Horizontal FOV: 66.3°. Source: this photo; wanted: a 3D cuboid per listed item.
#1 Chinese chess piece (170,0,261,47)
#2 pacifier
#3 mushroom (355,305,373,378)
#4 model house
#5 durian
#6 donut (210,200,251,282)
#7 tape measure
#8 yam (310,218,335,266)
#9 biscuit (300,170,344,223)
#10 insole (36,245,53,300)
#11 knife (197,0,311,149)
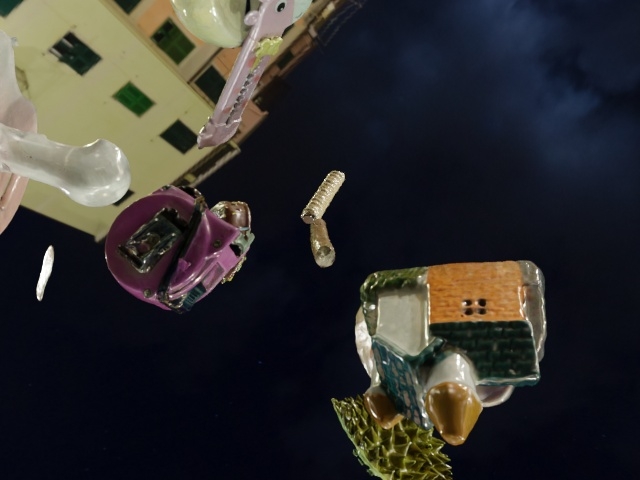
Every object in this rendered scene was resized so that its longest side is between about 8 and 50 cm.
[{"bbox_3d":[-0.153,-0.443,0.819,0.092,0.238,0.238,16,-102,21],"label":"Chinese chess piece"},{"bbox_3d":[-0.413,-0.118,0.643,0.273,0.332,0.220,-23,-101,-25],"label":"pacifier"},{"bbox_3d":[0.211,0.225,1.198,0.189,0.195,0.254,-52,-138,49],"label":"mushroom"},{"bbox_3d":[0.176,0.176,0.659,0.271,0.190,0.301,-4,-155,17],"label":"model house"},{"bbox_3d":[0.158,0.483,0.976,0.198,0.163,0.394,-37,-92,36],"label":"durian"},{"bbox_3d":[-0.272,-0.002,1.351,0.235,0.089,0.235,-31,-130,47],"label":"donut"},{"bbox_3d":[-0.293,0.009,0.975,0.231,0.149,0.245,33,-104,14],"label":"tape measure"},{"bbox_3d":[0.000,0.000,0.718,0.032,0.032,0.145,-35,-162,8],"label":"yam"},{"bbox_3d":[0.009,-0.131,1.494,0.061,0.055,0.219,6,-133,28],"label":"biscuit"},{"bbox_3d":[-0.728,0.086,1.295,0.197,0.004,0.065,-54,-127,32],"label":"insole"},{"bbox_3d":[-0.132,-0.300,0.898,0.038,0.132,0.398,56,-43,11],"label":"knife"}]
